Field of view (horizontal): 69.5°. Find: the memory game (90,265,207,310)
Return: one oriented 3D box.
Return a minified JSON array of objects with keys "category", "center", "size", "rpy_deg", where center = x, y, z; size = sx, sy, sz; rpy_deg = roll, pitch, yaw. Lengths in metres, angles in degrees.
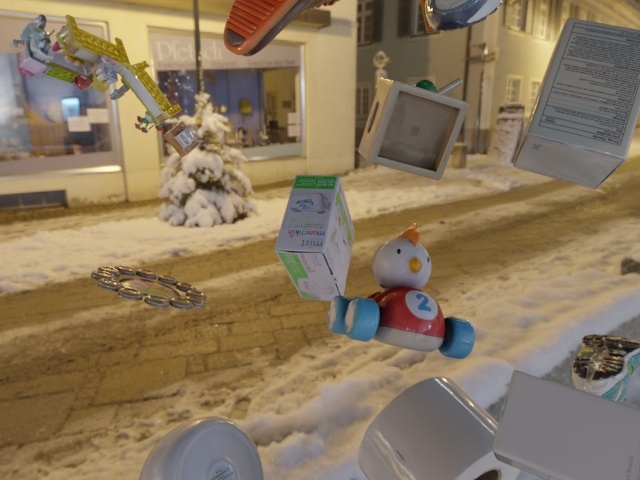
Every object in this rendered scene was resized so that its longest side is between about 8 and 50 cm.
[{"category":"memory game","center":[-0.273,0.074,0.747],"size":[0.186,0.012,0.186],"rpy_deg":[18,3,-1]}]

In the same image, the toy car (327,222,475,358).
[{"category":"toy car","center":[0.154,0.076,0.855],"size":[0.219,0.237,0.210],"rpy_deg":[13,-8,-13]}]

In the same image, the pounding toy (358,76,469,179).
[{"category":"pounding toy","center":[0.138,-0.174,0.658],"size":[0.130,0.141,0.100],"rpy_deg":[12,20,-13]}]

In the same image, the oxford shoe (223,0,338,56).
[{"category":"oxford shoe","center":[-0.015,-0.438,0.792],"size":[0.130,0.363,0.133],"rpy_deg":[44,2,31]}]

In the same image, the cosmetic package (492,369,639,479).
[{"category":"cosmetic package","center":[0.352,0.264,0.584],"size":[0.231,0.085,0.117],"rpy_deg":[13,64,32]}]

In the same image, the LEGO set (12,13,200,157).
[{"category":"LEGO set","center":[-0.327,-0.226,0.718],"size":[0.107,0.132,0.287],"rpy_deg":[-26,-33,23]}]

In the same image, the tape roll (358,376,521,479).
[{"category":"tape roll","center":[0.212,0.392,0.821],"size":[0.246,0.246,0.169],"rpy_deg":[-9,30,-29]}]

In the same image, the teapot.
[{"category":"teapot","center":[-0.241,0.463,0.867],"size":[0.187,0.256,0.252],"rpy_deg":[-29,36,30]}]

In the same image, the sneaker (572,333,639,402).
[{"category":"sneaker","center":[0.564,0.259,0.911],"size":[0.275,0.109,0.107],"rpy_deg":[-16,13,-41]}]

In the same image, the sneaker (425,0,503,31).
[{"category":"sneaker","center":[0.189,-0.407,0.599],"size":[0.110,0.282,0.122],"rpy_deg":[9,-17,34]}]

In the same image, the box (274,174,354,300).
[{"category":"box","center":[0.000,0.000,1.195],"size":[0.127,0.262,0.231],"rpy_deg":[3,59,16]}]

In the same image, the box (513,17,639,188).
[{"category":"box","center":[0.443,-0.228,0.780],"size":[0.149,0.232,0.127],"rpy_deg":[20,-11,16]}]

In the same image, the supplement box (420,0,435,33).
[{"category":"supplement box","center":[0.215,-0.509,0.836],"size":[0.078,0.233,0.080],"rpy_deg":[-31,22,-28]}]
